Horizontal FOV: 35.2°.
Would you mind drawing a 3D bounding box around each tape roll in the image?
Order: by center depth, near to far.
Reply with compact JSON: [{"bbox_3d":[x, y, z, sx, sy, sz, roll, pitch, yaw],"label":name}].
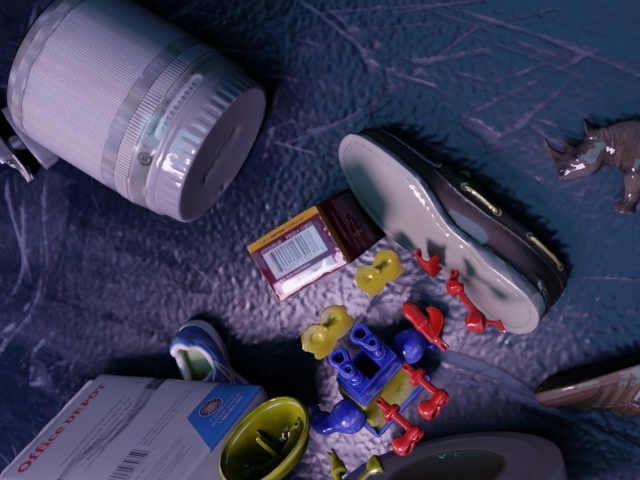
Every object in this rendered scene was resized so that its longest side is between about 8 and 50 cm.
[{"bbox_3d":[0.158,0.324,1.209,0.286,0.286,0.100,-12,97,19],"label":"tape roll"}]

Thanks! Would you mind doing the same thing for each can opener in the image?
[{"bbox_3d":[-0.479,-0.207,1.440,0.095,0.076,0.283,-36,87,-12],"label":"can opener"}]

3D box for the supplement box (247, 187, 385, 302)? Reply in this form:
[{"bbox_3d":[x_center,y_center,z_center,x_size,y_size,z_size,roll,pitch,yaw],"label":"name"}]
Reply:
[{"bbox_3d":[0.000,0.000,1.248,0.104,0.188,0.081,-30,91,20],"label":"supplement box"}]

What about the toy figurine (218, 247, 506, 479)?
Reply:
[{"bbox_3d":[0.070,0.209,1.245,0.191,0.217,0.362,37,81,29],"label":"toy figurine"}]

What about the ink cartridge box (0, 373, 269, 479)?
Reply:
[{"bbox_3d":[-0.225,0.294,1.301,0.307,0.223,0.129,-2,123,37],"label":"ink cartridge box"}]

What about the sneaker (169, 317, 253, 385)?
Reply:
[{"bbox_3d":[-0.142,0.211,1.390,0.080,0.081,0.211,-36,89,19],"label":"sneaker"}]

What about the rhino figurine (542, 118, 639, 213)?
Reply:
[{"bbox_3d":[0.378,-0.084,1.174,0.243,0.073,0.106,18,109,15],"label":"rhino figurine"}]

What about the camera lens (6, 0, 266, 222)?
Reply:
[{"bbox_3d":[-0.234,-0.175,1.274,0.274,0.219,0.219,31,108,10],"label":"camera lens"}]

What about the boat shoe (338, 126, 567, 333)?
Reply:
[{"bbox_3d":[0.162,-0.028,1.241,0.324,0.096,0.117,43,147,9],"label":"boat shoe"}]

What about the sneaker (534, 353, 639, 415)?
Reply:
[{"bbox_3d":[0.358,0.188,1.233,0.188,0.066,0.071,-18,95,20],"label":"sneaker"}]
